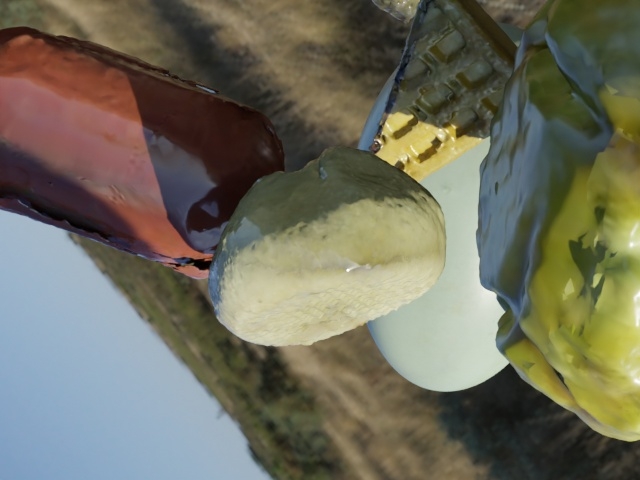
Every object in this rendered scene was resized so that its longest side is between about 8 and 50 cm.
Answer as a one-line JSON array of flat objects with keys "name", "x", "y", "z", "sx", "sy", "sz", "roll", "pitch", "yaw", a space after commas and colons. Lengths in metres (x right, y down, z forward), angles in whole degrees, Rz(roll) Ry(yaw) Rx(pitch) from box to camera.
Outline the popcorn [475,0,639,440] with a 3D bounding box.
[{"name": "popcorn", "x": 0.154, "y": -0.029, "z": 0.449, "sx": 0.183, "sy": 0.221, "sz": 0.204, "roll": 25, "pitch": -139, "yaw": -7}]

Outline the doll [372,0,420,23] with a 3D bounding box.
[{"name": "doll", "x": 0.101, "y": -0.285, "z": 0.719, "sx": 0.091, "sy": 0.286, "sz": 0.202, "roll": 29, "pitch": 177, "yaw": 16}]

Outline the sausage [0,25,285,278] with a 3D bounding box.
[{"name": "sausage", "x": -0.080, "y": -0.034, "z": 0.446, "sx": 0.141, "sy": 0.076, "sz": 0.076, "roll": 17, "pitch": 173, "yaw": -1}]

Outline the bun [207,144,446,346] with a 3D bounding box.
[{"name": "bun", "x": 0.000, "y": 0.000, "z": 0.394, "sx": 0.086, "sy": 0.086, "sz": 0.055, "roll": 71, "pitch": -178, "yaw": -71}]

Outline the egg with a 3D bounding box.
[{"name": "egg", "x": 0.140, "y": -0.028, "z": 1.141, "sx": 0.230, "sy": 0.230, "sz": 0.371, "roll": -139, "pitch": 56, "yaw": -62}]

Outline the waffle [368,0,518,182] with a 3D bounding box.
[{"name": "waffle", "x": 0.040, "y": -0.071, "z": 0.623, "sx": 0.097, "sy": 0.152, "sz": 0.023, "roll": 39, "pitch": -139, "yaw": -24}]
